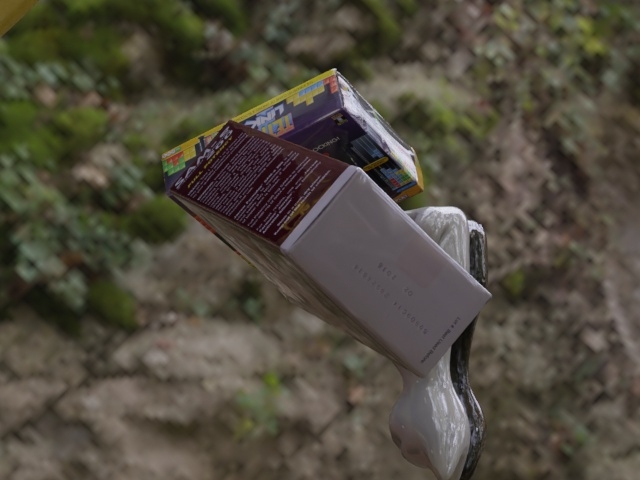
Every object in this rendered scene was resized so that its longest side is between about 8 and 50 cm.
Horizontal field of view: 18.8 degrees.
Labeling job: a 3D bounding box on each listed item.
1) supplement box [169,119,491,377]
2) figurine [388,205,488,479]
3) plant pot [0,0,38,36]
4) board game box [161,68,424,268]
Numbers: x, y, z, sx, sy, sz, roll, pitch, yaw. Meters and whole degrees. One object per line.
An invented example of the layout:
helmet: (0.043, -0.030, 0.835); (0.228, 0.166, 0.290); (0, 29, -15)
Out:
supplement box: (0.000, 0.000, 1.273); (0.130, 0.073, 0.239); (43, -7, -24)
figurine: (0.088, 0.087, 1.492); (0.215, 0.092, 0.209); (23, 59, -79)
plant pot: (-0.348, -0.256, 1.691); (0.212, 0.187, 0.212); (62, -5, -18)
board game box: (-0.022, -0.056, 1.595); (0.141, 0.170, 0.048); (40, 31, -49)
